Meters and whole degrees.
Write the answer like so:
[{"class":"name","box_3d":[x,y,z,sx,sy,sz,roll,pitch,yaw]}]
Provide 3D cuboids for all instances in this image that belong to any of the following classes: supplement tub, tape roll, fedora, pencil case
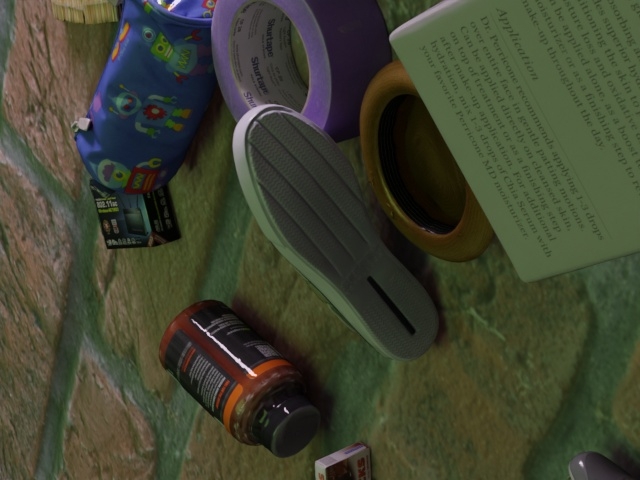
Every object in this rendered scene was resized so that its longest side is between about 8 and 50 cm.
[{"class":"supplement tub","box_3d":[-0.087,0.158,1.842,0.198,0.106,0.106,40,134,36]},{"class":"tape roll","box_3d":[-0.021,-0.182,1.621,0.189,0.080,0.189,28,127,44]},{"class":"fedora","box_3d":[0.116,-0.079,1.491,0.194,0.079,0.194,33,136,38]},{"class":"pencil case","box_3d":[-0.181,-0.181,1.789,0.306,0.133,0.119,119,156,-45]}]

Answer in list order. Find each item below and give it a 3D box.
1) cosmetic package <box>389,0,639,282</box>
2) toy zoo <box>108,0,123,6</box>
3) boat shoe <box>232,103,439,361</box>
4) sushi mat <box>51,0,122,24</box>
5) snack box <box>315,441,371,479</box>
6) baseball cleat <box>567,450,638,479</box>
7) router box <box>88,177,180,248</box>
[{"class":"cosmetic package","box_3d":[0.281,-0.143,1.136,0.453,0.161,0.230,-19,102,53]},{"class":"toy zoo","box_3d":[-0.241,-0.415,1.785,0.192,0.030,0.293,40,137,6]},{"class":"boat shoe","box_3d":[0.000,0.000,1.593,0.094,0.109,0.302,6,134,59]},{"class":"sushi mat","box_3d":[-0.297,-0.410,1.926,0.151,0.019,0.317,13,116,48]},{"class":"snack box","box_3d":[0.029,0.312,1.796,0.022,0.064,0.178,20,121,46]},{"class":"baseball cleat","box_3d":[0.307,0.240,1.414,0.206,0.072,0.109,47,124,22]},{"class":"router box","box_3d":[-0.226,-0.039,1.988,0.122,0.038,0.092,-4,102,53]}]
